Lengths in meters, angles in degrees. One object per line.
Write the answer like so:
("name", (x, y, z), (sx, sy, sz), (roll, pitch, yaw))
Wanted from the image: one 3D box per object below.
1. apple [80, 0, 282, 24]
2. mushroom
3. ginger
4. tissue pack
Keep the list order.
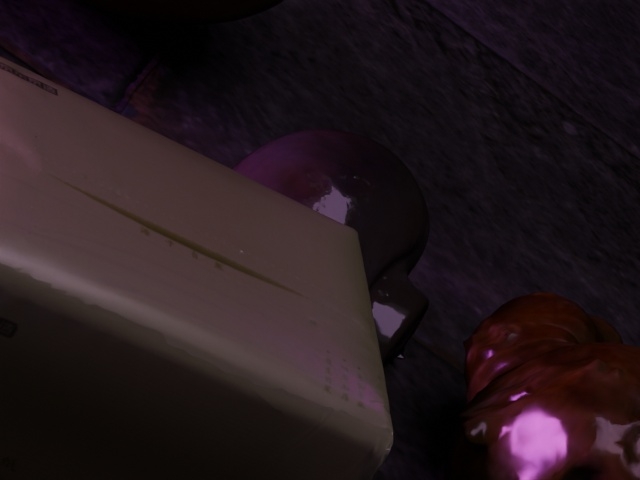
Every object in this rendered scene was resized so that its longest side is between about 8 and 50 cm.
("apple", (-0.097, -0.255, 1.113), (0.234, 0.256, 0.257), (54, 8, -51))
("mushroom", (0.000, 0.000, 0.992), (0.141, 0.117, 0.188), (31, 31, 10))
("ginger", (0.205, 0.160, 0.963), (0.357, 0.152, 0.274), (33, 8, -12))
("tissue pack", (-0.096, 0.032, 0.795), (0.234, 0.125, 0.159), (26, 30, -23))
